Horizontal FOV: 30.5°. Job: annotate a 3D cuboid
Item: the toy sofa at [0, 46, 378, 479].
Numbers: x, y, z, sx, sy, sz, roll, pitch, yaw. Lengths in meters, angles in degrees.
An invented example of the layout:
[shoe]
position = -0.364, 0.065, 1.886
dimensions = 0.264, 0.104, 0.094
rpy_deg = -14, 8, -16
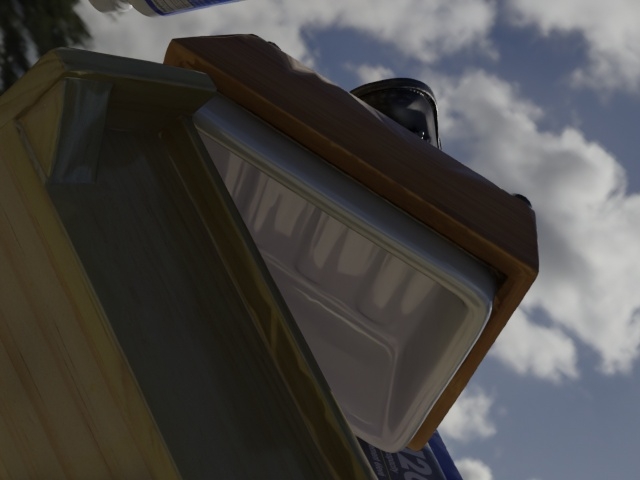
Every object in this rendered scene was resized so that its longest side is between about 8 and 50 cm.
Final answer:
[toy sofa]
position = -0.091, 0.084, 0.680
dimensions = 0.150, 0.177, 0.362
rpy_deg = -4, 62, -59

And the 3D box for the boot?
[boot]
position = 0.105, -0.029, 1.260
dimensions = 0.263, 0.091, 0.228
rpy_deg = 51, 29, -60

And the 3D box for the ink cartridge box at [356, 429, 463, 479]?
[ink cartridge box]
position = 0.031, 0.189, 1.153
dimensions = 0.307, 0.072, 0.303
rpy_deg = 18, 17, -17

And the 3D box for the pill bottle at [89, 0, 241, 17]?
[pill bottle]
position = -0.188, -0.388, 1.601
dimensions = 0.272, 0.152, 0.152
rpy_deg = -6, -43, 23

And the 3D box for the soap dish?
[soap dish]
position = 0.000, 0.000, 0.855
dimensions = 0.291, 0.118, 0.229
rpy_deg = 34, -42, 10
